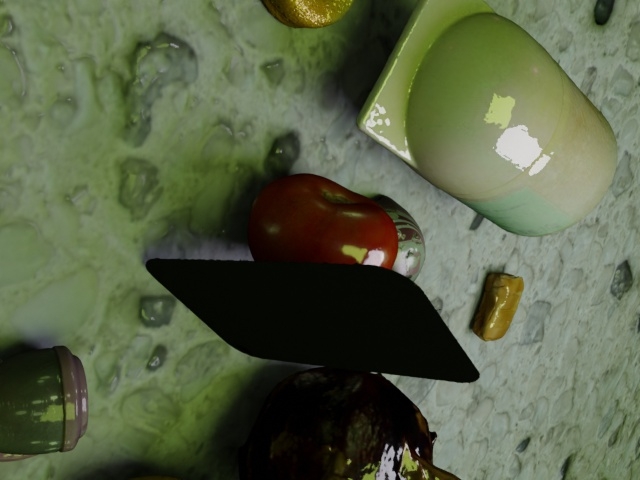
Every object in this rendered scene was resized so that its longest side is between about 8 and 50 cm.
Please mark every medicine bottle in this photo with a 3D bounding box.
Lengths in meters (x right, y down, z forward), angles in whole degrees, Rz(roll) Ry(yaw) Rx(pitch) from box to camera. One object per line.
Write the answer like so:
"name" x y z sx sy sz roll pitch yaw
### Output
"medicine bottle" 0.223 -0.173 1.031 0.406 0.235 0.236 25 92 -44

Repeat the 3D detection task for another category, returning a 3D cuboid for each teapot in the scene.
"teapot" -0.338 0.181 0.819 0.145 0.148 0.116 -2 75 -28

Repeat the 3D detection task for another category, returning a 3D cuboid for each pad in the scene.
"pad" -0.024 0.052 0.860 0.315 0.375 0.063 51 50 -43

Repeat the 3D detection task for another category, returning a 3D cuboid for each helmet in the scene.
"helmet" 0.085 0.024 1.093 0.176 0.107 0.153 -19 123 -34

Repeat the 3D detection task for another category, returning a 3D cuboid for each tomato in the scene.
"tomato" 0.000 0.000 0.948 0.195 0.195 0.136 3 116 -41

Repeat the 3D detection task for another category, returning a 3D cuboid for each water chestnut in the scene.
"water chestnut" 0.066 0.345 1.055 0.335 0.346 0.336 -2 90 -76

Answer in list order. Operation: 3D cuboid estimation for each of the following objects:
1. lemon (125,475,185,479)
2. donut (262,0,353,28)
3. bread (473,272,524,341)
"lemon" -0.201 0.420 0.941 0.263 0.236 0.236 27 90 -22
"donut" -0.009 -0.327 0.890 0.151 0.058 0.152 -20 123 -34
"bread" 0.328 0.122 1.379 0.074 0.053 0.132 7 106 -42
